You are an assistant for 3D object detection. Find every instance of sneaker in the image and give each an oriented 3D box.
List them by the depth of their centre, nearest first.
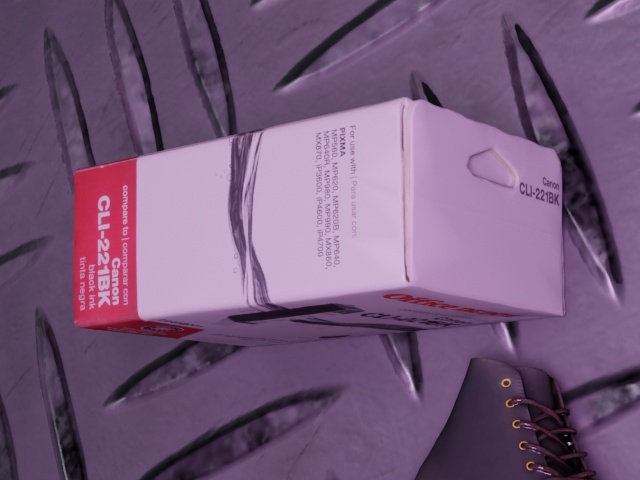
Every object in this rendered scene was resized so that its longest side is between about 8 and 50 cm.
[{"bbox_3d":[0.136,0.141,0.828,0.222,0.083,0.118,16,87,56],"label":"sneaker"}]

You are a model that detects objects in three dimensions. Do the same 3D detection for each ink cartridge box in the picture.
[{"bbox_3d":[0.000,0.000,0.914,0.273,0.197,0.114,-10,77,36],"label":"ink cartridge box"}]
